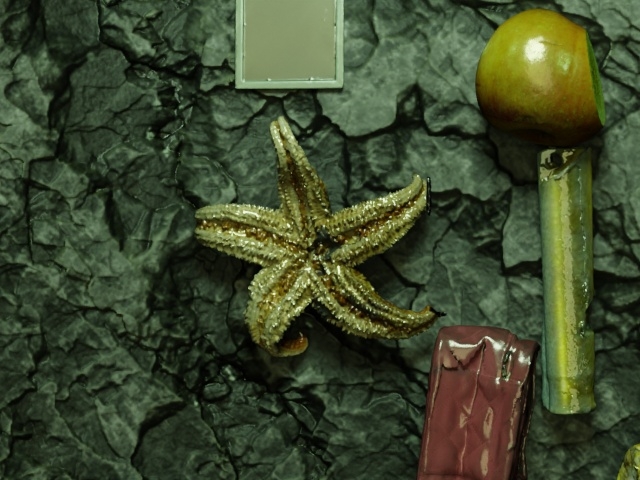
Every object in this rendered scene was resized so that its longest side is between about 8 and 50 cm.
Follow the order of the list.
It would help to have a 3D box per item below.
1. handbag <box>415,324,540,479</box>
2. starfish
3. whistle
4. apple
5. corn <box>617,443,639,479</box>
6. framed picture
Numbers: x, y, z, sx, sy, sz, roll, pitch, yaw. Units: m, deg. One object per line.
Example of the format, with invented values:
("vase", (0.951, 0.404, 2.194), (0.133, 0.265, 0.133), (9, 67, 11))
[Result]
("handbag", (0.188, 0.213, 1.346), (0.135, 0.146, 0.225), (10, 90, 13))
("starfish", (0.001, -0.003, 1.396), (0.303, 0.113, 0.312), (-23, 95, 9))
("whistle", (0.300, 0.047, 1.379), (0.067, 0.057, 0.327), (-1, 88, 7))
("apple", (0.268, -0.195, 1.347), (0.163, 0.146, 0.147), (15, 86, 9))
("corn", (0.510, 0.381, 1.305), (0.387, 0.144, 0.144), (31, 92, 10))
("framed picture", (-0.039, -0.285, 1.454), (0.141, 0.011, 0.183), (0, 89, 7))
